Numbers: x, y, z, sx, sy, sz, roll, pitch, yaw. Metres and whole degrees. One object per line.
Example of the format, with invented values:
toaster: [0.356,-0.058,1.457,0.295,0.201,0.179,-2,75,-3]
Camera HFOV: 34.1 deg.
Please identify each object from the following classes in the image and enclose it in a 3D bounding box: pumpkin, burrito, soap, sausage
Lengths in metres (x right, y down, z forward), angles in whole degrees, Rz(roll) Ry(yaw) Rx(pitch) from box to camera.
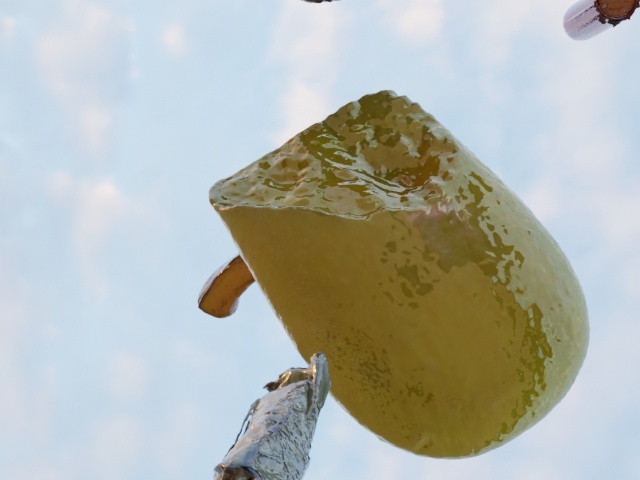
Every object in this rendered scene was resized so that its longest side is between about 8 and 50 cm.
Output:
pumpkin: [-0.012,0.003,1.451,0.258,0.290,0.095,-22,-88,23]
burrito: [-0.035,0.151,0.787,0.063,0.229,0.058,18,-68,3]
soap: [0.091,0.026,1.118,0.427,0.306,0.115,51,-22,18]
sausage: [0.276,-0.227,1.055,0.145,0.048,0.050,-169,-100,-86]

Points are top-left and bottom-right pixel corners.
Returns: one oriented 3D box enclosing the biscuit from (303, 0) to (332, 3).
biscuit: [-0.066,-0.359,1.325,0.388,0.107,0.073,26,-55,53]
